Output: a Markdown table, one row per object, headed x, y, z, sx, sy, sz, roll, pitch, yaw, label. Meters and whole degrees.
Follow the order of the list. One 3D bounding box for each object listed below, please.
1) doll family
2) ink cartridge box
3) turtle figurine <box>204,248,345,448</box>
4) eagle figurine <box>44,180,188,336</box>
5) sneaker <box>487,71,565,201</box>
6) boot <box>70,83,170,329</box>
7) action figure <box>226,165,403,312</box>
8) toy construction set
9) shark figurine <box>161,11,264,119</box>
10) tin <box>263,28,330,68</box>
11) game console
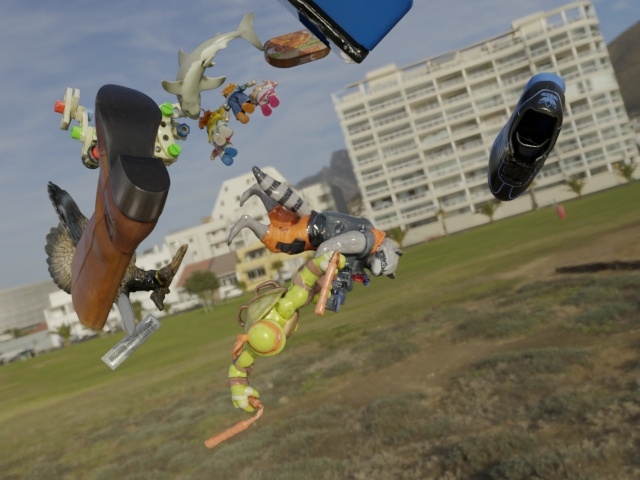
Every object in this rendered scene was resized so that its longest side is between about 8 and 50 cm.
| x | y | z | sx | sy | sz | roll | pitch | yaw | label |
| --- | --- | --- | --- | --- | --- | --- | --- | --- | --- |
| -0.226 | -0.328 | 1.715 | 0.263 | 0.118 | 0.163 | -48 | 34 | 9 | doll family |
| -0.569 | 0.306 | 2.045 | 0.189 | 0.066 | 0.232 | -45 | 1 | -17 | ink cartridge box |
| -0.059 | 0.103 | 0.808 | 0.269 | 0.087 | 0.217 | -59 | -2 | 10 | turtle figurine |
| -0.441 | 0.038 | 1.379 | 0.298 | 0.226 | 0.225 | 22 | 8 | -11 | eagle figurine |
| 0.299 | -0.134 | 1.011 | 0.081 | 0.232 | 0.090 | 17 | 47 | 10 | sneaker |
| -0.303 | -0.054 | 0.984 | 0.096 | 0.264 | 0.280 | 0 | -42 | -37 | boot |
| 0.000 | 0.000 | 1.269 | 0.330 | 0.178 | 0.341 | 18 | 12 | -8 | action figure |
| -0.465 | -0.261 | 1.606 | 0.327 | 0.215 | 0.151 | 8 | -13 | -17 | toy construction set |
| -0.267 | -0.411 | 1.511 | 0.278 | 0.116 | 0.166 | -46 | -32 | 20 | shark figurine |
| -0.059 | -0.505 | 1.780 | 0.189 | 0.106 | 0.040 | -21 | -42 | -19 | tin |
| 0.027 | -0.546 | 1.485 | 0.173 | 0.293 | 0.250 | -48 | 12 | 7 | game console |
